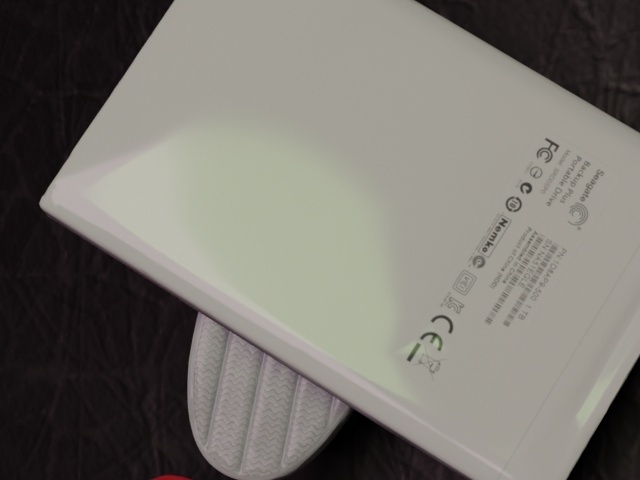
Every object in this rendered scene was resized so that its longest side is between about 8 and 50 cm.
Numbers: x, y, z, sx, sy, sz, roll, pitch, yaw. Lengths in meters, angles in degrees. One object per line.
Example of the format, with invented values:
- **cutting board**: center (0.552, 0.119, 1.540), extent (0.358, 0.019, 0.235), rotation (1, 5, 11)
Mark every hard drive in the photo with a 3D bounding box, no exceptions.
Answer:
- **hard drive**: center (0.040, -0.023, 0.929), extent (0.353, 0.047, 0.233), rotation (32, 82, 7)

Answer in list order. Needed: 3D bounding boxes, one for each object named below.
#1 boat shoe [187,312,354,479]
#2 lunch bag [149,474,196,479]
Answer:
- **boat shoe**: center (0.000, 0.000, 1.013), extent (0.121, 0.119, 0.335), rotation (17, 79, 2)
- **lunch bag**: center (-0.106, 0.295, 0.942), extent (0.258, 0.120, 0.293), rotation (11, 62, 45)
